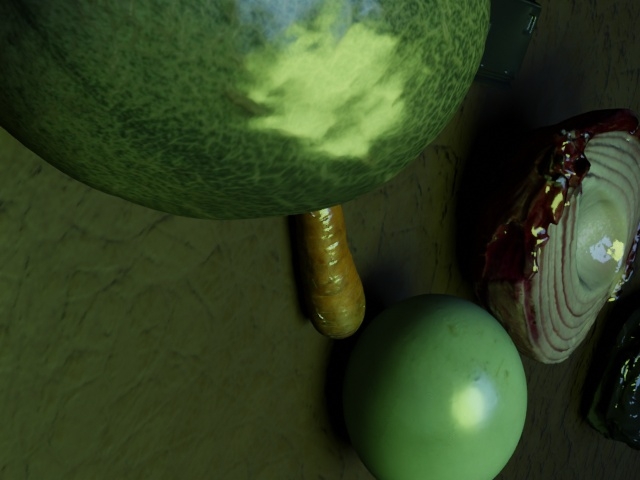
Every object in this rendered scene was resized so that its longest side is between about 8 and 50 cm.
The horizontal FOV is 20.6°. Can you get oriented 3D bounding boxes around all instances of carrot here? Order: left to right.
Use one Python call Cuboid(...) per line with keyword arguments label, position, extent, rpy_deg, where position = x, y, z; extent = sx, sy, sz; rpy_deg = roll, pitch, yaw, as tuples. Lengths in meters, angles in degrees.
Cuboid(label="carrot", position=(0.000, 0.000, 1.296), extent=(0.047, 0.047, 0.191), rpy_deg=(-51, 145, -33))

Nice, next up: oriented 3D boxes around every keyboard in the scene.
Cuboid(label="keyboard", position=(0.120, -0.176, 1.422), extent=(0.230, 0.025, 0.093), rpy_deg=(3, 106, -62))

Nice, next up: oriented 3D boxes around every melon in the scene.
Cuboid(label="melon", position=(-0.056, -0.133, 0.882), extent=(0.329, 0.249, 0.248), rpy_deg=(15, 94, -55))

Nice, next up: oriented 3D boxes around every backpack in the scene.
Cuboid(label="backpack", position=(0.391, 0.151, 2.044), extent=(0.258, 0.133, 0.206), rpy_deg=(-6, 110, -53))

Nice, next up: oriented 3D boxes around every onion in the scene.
Cuboid(label="onion", position=(0.200, -0.030, 1.559), extent=(0.227, 0.120, 0.283), rpy_deg=(-59, 154, -19))

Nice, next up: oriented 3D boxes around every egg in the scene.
Cuboid(label="egg", position=(0.092, 0.130, 1.432), extent=(0.149, 0.149, 0.192), rpy_deg=(-45, 145, -41))
